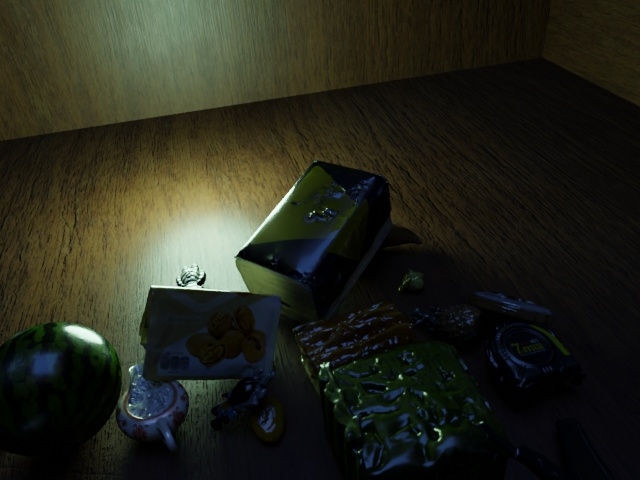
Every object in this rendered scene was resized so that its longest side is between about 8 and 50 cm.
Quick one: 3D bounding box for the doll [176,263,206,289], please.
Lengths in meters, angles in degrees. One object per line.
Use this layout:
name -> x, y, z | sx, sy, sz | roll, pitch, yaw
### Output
doll -> -0.377, 0.141, 1.632 | 0.090, 0.067, 0.219 | -14, 30, -8

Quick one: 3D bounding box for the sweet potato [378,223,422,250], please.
sweet potato -> 0.136, 0.002, 1.745 | 0.354, 0.095, 0.106 | -12, 62, -6

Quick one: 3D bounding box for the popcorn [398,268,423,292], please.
popcorn -> 0.260, 0.120, 1.593 | 0.083, 0.060, 0.068 | -27, 40, -16

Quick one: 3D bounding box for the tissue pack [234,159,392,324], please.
tissue pack -> 0.000, 0.000, 1.551 | 0.264, 0.253, 0.417 | 21, 57, 29

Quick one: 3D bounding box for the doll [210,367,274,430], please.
doll -> -0.173, 0.348, 1.238 | 0.195, 0.070, 0.096 | -41, 34, 18

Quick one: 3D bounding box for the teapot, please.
teapot -> -0.371, 0.386, 1.247 | 0.159, 0.116, 0.245 | -15, 31, -37

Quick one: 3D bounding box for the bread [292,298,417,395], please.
bread -> 0.090, 0.258, 1.372 | 0.274, 0.114, 0.185 | -15, 37, -18

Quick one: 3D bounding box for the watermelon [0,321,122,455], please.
watermelon -> -0.582, 0.321, 1.211 | 0.284, 0.285, 0.285 | -3, 35, 2

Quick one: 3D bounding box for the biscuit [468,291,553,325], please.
biscuit -> 0.482, 0.165, 1.422 | 0.180, 0.049, 0.208 | 15, 2, -35

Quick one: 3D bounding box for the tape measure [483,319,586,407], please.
tape measure -> 0.483, 0.281, 1.297 | 0.198, 0.112, 0.186 | -9, 42, -16

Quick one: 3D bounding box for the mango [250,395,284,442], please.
mango -> -0.117, 0.401, 1.244 | 0.078, 0.057, 0.114 | -10, 43, -12

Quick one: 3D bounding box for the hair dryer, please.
hair dryer -> 0.417, 0.391, 1.021 | 0.359, 0.120, 0.304 | 34, 28, -14

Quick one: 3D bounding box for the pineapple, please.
pineapple -> 0.323, 0.207, 1.435 | 0.197, 0.108, 0.108 | 6, 35, 37

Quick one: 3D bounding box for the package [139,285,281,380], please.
package -> -0.276, 0.213, 1.361 | 0.311, 0.222, 0.165 | 4, 7, -24

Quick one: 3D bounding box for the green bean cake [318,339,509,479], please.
green bean cake -> 0.179, 0.365, 1.121 | 0.318, 0.218, 0.335 | -14, 38, -14
